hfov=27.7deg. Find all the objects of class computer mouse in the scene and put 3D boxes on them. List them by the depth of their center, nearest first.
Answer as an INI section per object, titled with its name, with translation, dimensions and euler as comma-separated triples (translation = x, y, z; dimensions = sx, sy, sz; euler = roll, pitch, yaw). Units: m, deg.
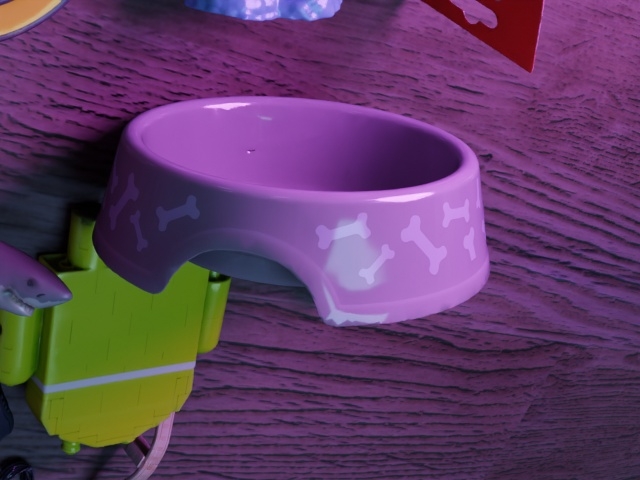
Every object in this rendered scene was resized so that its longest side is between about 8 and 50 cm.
[computer mouse]
translation = -0.323, 0.210, 1.278
dimensions = 0.071, 0.041, 0.242
euler = -30, 138, -21

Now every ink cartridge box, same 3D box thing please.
[ink cartridge box]
translation = 0.131, -0.285, 1.164
dimensions = 0.066, 0.189, 0.232
euler = -17, 132, -31

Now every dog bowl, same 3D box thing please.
[dog bowl]
translation = -0.021, -0.041, 1.127
dimensions = 0.349, 0.349, 0.102
euler = -10, 114, -37

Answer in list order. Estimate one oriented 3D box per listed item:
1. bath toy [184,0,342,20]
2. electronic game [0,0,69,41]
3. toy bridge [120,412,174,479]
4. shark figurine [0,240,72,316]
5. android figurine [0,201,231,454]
[bath toy]
translation = -0.035, -0.342, 1.021
dimensions = 0.151, 0.129, 0.348
euler = -57, 157, -48
[electronic game]
translation = -0.254, -0.250, 0.961
dimensions = 0.229, 0.048, 0.229
euler = -23, 135, -26
[toy bridge]
translation = -0.196, 0.221, 1.382
dimensions = 0.026, 0.063, 0.188
euler = 19, 107, -48
[shark figurine]
translation = -0.349, -0.015, 1.054
dimensions = 0.278, 0.166, 0.116
euler = 15, 85, -29
[android figurine]
translation = -0.199, 0.090, 1.265
dimensions = 0.248, 0.056, 0.273
euler = -8, 120, -35
